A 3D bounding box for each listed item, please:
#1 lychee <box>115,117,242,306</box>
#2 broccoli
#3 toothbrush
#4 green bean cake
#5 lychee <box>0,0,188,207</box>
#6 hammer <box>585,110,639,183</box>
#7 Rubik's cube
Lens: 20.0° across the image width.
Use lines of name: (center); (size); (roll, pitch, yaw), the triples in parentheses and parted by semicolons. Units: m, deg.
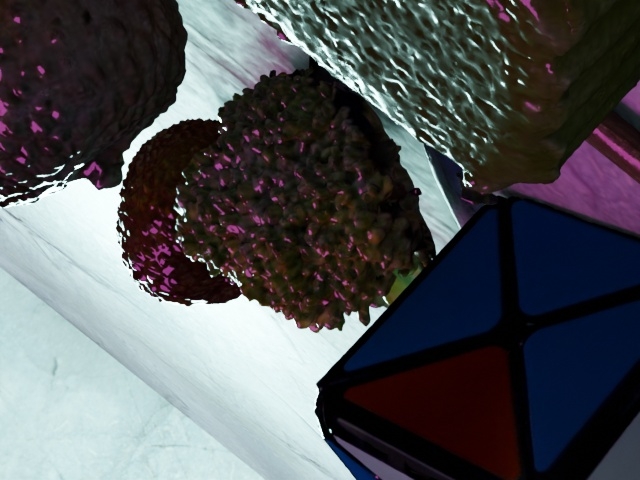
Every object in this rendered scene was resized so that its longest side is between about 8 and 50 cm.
lychee: (-0.102, -0.027, 1.711); (0.194, 0.194, 0.194); (37, 164, 13)
broccoli: (-0.015, -0.002, 1.470); (0.242, 0.180, 0.273); (52, 168, 51)
toothbrush: (0.162, 0.045, 1.544); (0.035, 0.042, 0.413); (27, 157, 41)
green bean cake: (0.066, -0.172, 0.958); (0.250, 0.156, 0.247); (37, 162, 14)
lychee: (-0.244, -0.161, 1.525); (0.274, 0.255, 0.255); (52, 162, -11)
hammer: (0.199, -0.061, 1.182); (0.365, 0.043, 0.111); (40, 166, 9)
Rubik's cube: (0.185, 0.147, 1.377); (0.246, 0.248, 0.250); (25, 157, 46)
